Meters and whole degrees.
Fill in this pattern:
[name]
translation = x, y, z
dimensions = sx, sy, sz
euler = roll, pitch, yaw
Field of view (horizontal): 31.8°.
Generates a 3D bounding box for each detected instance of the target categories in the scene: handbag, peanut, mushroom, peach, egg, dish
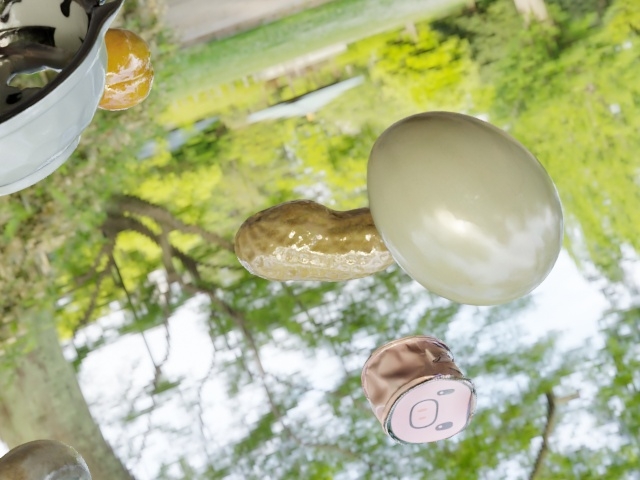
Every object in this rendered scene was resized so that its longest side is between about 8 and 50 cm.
[handbag]
translation = 0.170, 0.263, 1.938
dimensions = 0.179, 0.205, 0.116
euler = -11, -135, -7
[peanut]
translation = 0.000, 0.000, 1.398
dimensions = 0.226, 0.108, 0.095
euler = 1, -142, 15
[mushroom]
translation = -0.413, 0.434, 1.716
dimensions = 0.244, 0.243, 0.243
euler = -19, -172, 3
[peach]
translation = -0.340, -0.288, 1.861
dimensions = 0.138, 0.138, 0.138
euler = -19, -172, 3
[egg]
translation = 0.154, -0.035, 1.204
dimensions = 0.186, 0.241, 0.186
euler = -37, -158, 18
[dish]
translation = -0.322, -0.134, 1.103
dimensions = 0.303, 0.120, 0.303
euler = -11, -140, 9
